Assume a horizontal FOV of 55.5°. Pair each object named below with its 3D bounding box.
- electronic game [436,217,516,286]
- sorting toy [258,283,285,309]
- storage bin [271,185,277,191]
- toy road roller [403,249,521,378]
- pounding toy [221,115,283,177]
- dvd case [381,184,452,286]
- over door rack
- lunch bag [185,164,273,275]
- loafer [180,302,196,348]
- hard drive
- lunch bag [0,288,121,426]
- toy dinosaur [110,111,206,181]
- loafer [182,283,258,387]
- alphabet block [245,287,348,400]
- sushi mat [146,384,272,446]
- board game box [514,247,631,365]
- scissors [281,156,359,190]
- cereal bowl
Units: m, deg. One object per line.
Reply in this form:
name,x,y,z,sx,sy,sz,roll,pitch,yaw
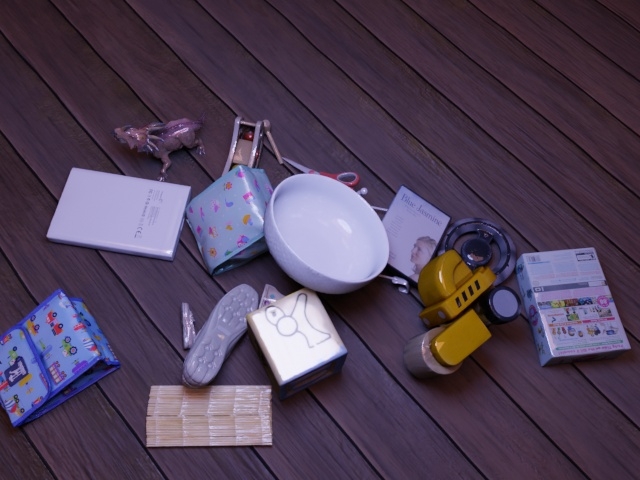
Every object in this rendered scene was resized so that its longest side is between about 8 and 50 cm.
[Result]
electronic game,0.455,0.036,1.776,0.229,0.048,0.229,-1,64,3
sorting toy,-0.127,0.174,1.671,0.075,0.045,0.083,17,63,-4
storage bin,-0.107,-0.102,1.785,0.135,0.098,0.091,13,36,3
toy road roller,0.327,0.180,1.588,0.329,0.202,0.241,-36,84,-22
pounding toy,-0.188,-0.273,1.819,0.154,0.154,0.270,12,64,2
dvd case,0.254,-0.017,1.726,0.180,0.022,0.253,33,63,-4
over door rack,0.133,-0.018,1.747,0.324,0.108,0.240,18,65,4
lunch bag,-0.242,-0.049,1.685,0.262,0.160,0.224,-30,77,24
loafer,-0.352,0.228,1.629,0.039,0.045,0.125,0,70,-23
hard drive,-0.572,-0.077,1.754,0.352,0.047,0.233,9,64,-1
lunch bag,-0.699,0.305,1.531,0.293,0.138,0.221,-36,72,-6
toy dinosaur,-0.441,-0.309,1.792,0.295,0.200,0.127,-34,71,-19
loafer,-0.266,0.244,1.587,0.112,0.111,0.319,42,48,-10
alphabet block,-0.063,0.263,1.547,0.192,0.193,0.197,-23,68,-16
sushi mat,-0.278,0.442,1.538,0.316,0.019,0.152,1,65,-4
board game box,0.693,0.182,1.699,0.223,0.097,0.304,-5,63,-6
scissors,-0.019,-0.189,1.809,0.297,0.021,0.109,18,58,26
cereal bowl,0.000,0.000,1.564,0.338,0.141,0.339,18,46,-20
